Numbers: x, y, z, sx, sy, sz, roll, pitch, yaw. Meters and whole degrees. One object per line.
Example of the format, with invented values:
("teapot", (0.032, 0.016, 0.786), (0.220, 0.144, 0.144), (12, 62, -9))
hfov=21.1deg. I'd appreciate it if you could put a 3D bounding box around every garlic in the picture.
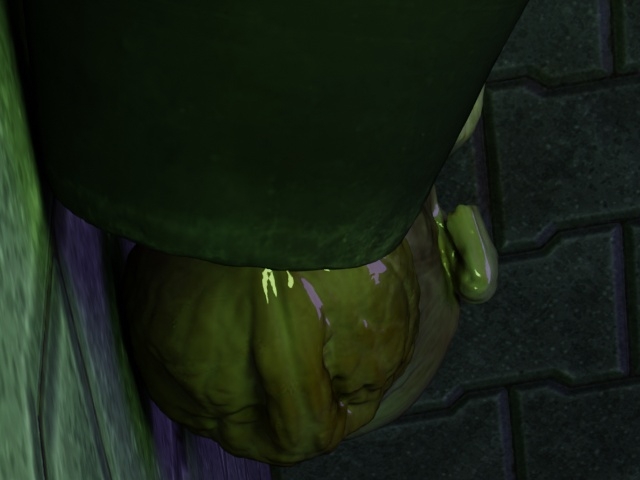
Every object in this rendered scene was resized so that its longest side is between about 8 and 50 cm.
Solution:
("garlic", (-0.017, 0.001, 1.242), (0.322, 0.241, 0.322), (57, -12, 20))

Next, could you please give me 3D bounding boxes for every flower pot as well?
("flower pot", (-0.024, -0.078, 0.648), (0.235, 0.235, 0.148), (-104, -157, -71))

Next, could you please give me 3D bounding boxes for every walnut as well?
("walnut", (-0.024, 0.034, 0.893), (0.184, 0.155, 0.155), (78, 1, -57))

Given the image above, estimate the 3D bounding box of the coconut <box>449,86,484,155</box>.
("coconut", (-0.027, -0.127, 0.995), (0.227, 0.230, 0.227), (2, 90, -73))
